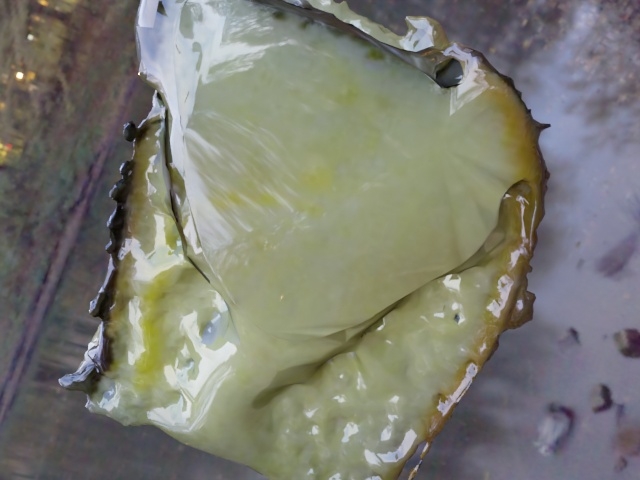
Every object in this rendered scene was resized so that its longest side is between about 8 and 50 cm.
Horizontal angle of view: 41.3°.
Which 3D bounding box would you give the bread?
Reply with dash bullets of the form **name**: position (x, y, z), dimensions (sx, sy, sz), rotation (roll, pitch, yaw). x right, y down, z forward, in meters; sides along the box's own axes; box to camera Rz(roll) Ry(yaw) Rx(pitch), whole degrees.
- **bread**: position (0.000, 0.000, 0.428), dimensions (0.262, 0.204, 0.163), rotation (-66, -4, 32)
